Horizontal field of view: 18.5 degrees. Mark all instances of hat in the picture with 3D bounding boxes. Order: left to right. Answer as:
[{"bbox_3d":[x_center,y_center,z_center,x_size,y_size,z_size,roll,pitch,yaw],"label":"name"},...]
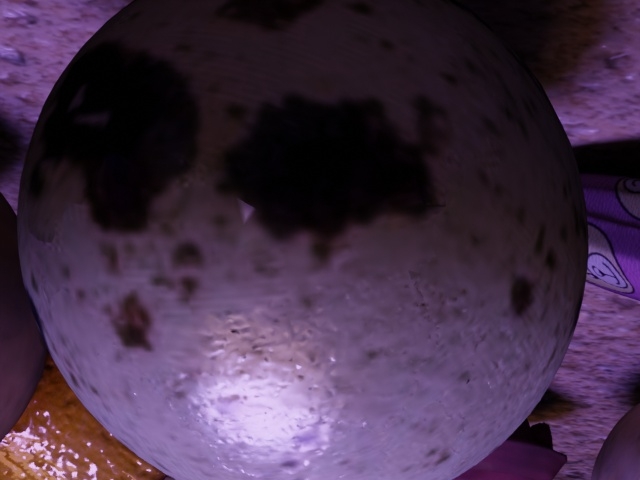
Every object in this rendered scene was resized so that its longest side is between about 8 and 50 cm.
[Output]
[{"bbox_3d":[0.127,0.177,1.817,0.206,0.089,0.205,5,166,1],"label":"hat"}]

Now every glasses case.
[{"bbox_3d":[0.254,0.014,1.211,0.316,0.075,0.123,15,176,41],"label":"glasses case"}]

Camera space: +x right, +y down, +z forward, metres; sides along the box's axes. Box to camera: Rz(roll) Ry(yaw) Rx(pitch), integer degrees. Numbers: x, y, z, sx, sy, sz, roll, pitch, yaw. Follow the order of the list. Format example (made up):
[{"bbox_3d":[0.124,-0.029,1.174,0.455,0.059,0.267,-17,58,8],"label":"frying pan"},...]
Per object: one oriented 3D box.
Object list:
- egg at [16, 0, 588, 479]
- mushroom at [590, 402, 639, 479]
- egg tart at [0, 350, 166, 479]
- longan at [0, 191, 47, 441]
[{"bbox_3d":[0.000,0.000,1.035,0.288,0.287,0.379,-1,174,22],"label":"egg"},{"bbox_3d":[0.395,0.274,1.674,0.353,0.353,0.325,-9,171,39],"label":"mushroom"},{"bbox_3d":[-0.228,0.151,1.698,0.215,0.215,0.171,-8,145,38],"label":"egg tart"},{"bbox_3d":[-0.334,0.053,1.303,0.297,0.297,0.297,6,161,2],"label":"longan"}]
